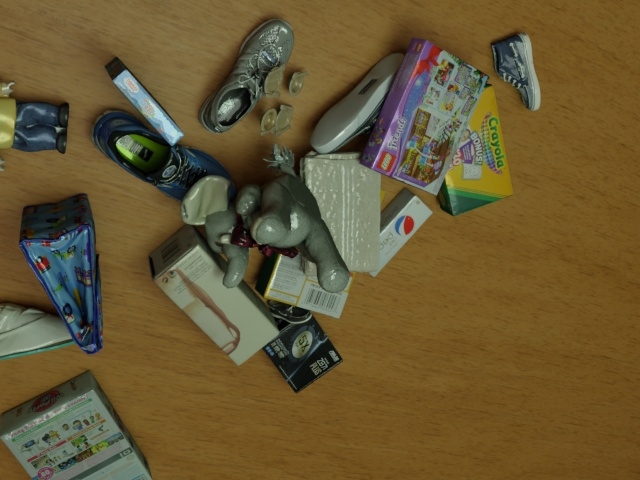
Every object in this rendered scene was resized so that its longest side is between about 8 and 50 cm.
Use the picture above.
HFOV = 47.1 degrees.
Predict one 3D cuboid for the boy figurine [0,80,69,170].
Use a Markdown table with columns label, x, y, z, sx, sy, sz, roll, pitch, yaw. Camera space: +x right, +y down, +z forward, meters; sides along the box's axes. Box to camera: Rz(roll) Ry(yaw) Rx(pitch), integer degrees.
| label | x | y | z | sx | sy | sz | roll | pitch | yaw |
| --- | --- | --- | --- | --- | --- | --- | --- | --- | --- |
| boy figurine | -0.636 | -0.222 | 1.415 | 0.285 | 0.092 | 0.177 | 1 | 110 | -19 |

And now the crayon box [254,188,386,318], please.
| label | x | y | z | sx | sy | sz | roll | pitch | yaw |
| --- | --- | --- | --- | --- | --- | --- | --- | --- | --- |
| crayon box | 0.000 | 0.000 | 1.714 | 0.203 | 0.083 | 0.323 | 19 | 95 | -24 |

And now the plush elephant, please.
| label | x | y | z | sx | sy | sz | roll | pitch | yaw |
| --- | --- | --- | --- | --- | --- | --- | --- | --- | --- |
| plush elephant | -0.139 | -0.020 | 1.523 | 0.255 | 0.330 | 0.272 | -32 | 141 | 21 |

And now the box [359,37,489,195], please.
| label | x | y | z | sx | sy | sz | roll | pitch | yaw |
| --- | --- | --- | --- | --- | --- | --- | --- | --- | --- |
| box | 0.229 | -0.267 | 1.610 | 0.201 | 0.057 | 0.293 | 18 | 99 | -34 |

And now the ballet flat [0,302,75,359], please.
| label | x | y | z | sx | sy | sz | roll | pitch | yaw |
| --- | --- | --- | --- | --- | --- | --- | --- | --- | --- |
| ballet flat | -0.704 | 0.203 | 1.544 | 0.400 | 0.139 | 0.139 | -15 | 114 | -13 |

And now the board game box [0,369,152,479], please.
| label | x | y | z | sx | sy | sz | roll | pitch | yaw |
| --- | --- | --- | --- | --- | --- | --- | --- | --- | --- |
| board game box | -0.563 | 0.486 | 1.710 | 0.224 | 0.097 | 0.303 | -27 | 118 | -9 |

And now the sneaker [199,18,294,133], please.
| label | x | y | z | sx | sy | sz | roll | pitch | yaw |
| --- | --- | --- | --- | --- | --- | --- | --- | --- | --- |
| sneaker | -0.140 | -0.332 | 1.534 | 0.105 | 0.115 | 0.281 | 31 | 97 | -27 |

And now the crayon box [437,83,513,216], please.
| label | x | y | z | sx | sy | sz | roll | pitch | yaw |
| --- | --- | --- | --- | --- | --- | --- | --- | --- | --- |
| crayon box | 0.347 | -0.218 | 1.754 | 0.165 | 0.081 | 0.278 | -19 | 109 | -9 |

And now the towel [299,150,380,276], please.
| label | x | y | z | sx | sy | sz | roll | pitch | yaw |
| --- | --- | --- | --- | --- | --- | --- | --- | --- | --- |
| towel | 0.044 | -0.061 | 1.647 | 0.187 | 0.049 | 0.282 | -4 | 102 | -20 |

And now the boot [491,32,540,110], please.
| label | x | y | z | sx | sy | sz | roll | pitch | yaw |
| --- | --- | --- | --- | --- | --- | --- | --- | --- | --- |
| boot | 0.466 | -0.394 | 1.761 | 0.086 | 0.069 | 0.190 | -19 | 107 | -4 |

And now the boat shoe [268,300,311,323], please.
| label | x | y | z | sx | sy | sz | roll | pitch | yaw |
| --- | --- | --- | --- | --- | --- | --- | --- | --- | --- |
| boat shoe | -0.075 | 0.165 | 1.750 | 0.046 | 0.125 | 0.038 | -43 | 126 | -32 |

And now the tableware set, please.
| label | x | y | z | sx | sy | sz | roll | pitch | yaw |
| --- | --- | --- | --- | --- | --- | --- | --- | --- | --- |
| tableware set | -0.085 | -0.296 | 1.569 | 0.141 | 0.020 | 0.169 | -26 | 135 | -57 |

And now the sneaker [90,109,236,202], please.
| label | x | y | z | sx | sy | sz | roll | pitch | yaw |
| --- | --- | --- | --- | --- | --- | --- | --- | --- | --- |
| sneaker | -0.315 | -0.146 | 1.523 | 0.330 | 0.147 | 0.130 | 25 | 100 | -32 |

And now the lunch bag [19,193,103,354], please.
| label | x | y | z | sx | sy | sz | roll | pitch | yaw |
| --- | --- | --- | --- | --- | --- | --- | --- | --- | --- |
| lunch bag | -0.505 | 0.082 | 1.504 | 0.138 | 0.221 | 0.293 | -15 | 114 | -14 |

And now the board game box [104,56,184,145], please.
| label | x | y | z | sx | sy | sz | roll | pitch | yaw |
| --- | --- | --- | --- | --- | --- | --- | --- | --- | --- |
| board game box | -0.345 | -0.274 | 1.429 | 0.039 | 0.211 | 0.160 | -41 | 118 | -1 |

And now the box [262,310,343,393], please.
| label | x | y | z | sx | sy | sz | roll | pitch | yaw |
| --- | --- | --- | --- | --- | --- | --- | --- | --- | --- |
| box | -0.054 | 0.262 | 1.814 | 0.147 | 0.077 | 0.180 | -34 | 117 | -5 |

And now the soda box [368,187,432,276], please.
| label | x | y | z | sx | sy | sz | roll | pitch | yaw |
| --- | --- | --- | --- | --- | --- | --- | --- | --- | --- |
| soda box | 0.168 | -0.020 | 1.790 | 0.074 | 0.069 | 0.216 | 40 | 94 | -28 |

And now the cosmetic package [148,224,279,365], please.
| label | x | y | z | sx | sy | sz | roll | pitch | yaw |
| --- | --- | --- | --- | --- | --- | --- | --- | --- | --- |
| cosmetic package | -0.240 | 0.121 | 1.655 | 0.129 | 0.153 | 0.296 | -39 | 116 | 0 |

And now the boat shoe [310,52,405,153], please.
| label | x | y | z | sx | sy | sz | roll | pitch | yaw |
| --- | --- | --- | --- | --- | --- | --- | --- | --- | --- |
| boat shoe | 0.103 | -0.283 | 1.630 | 0.301 | 0.108 | 0.102 | -50 | 128 | -19 |
